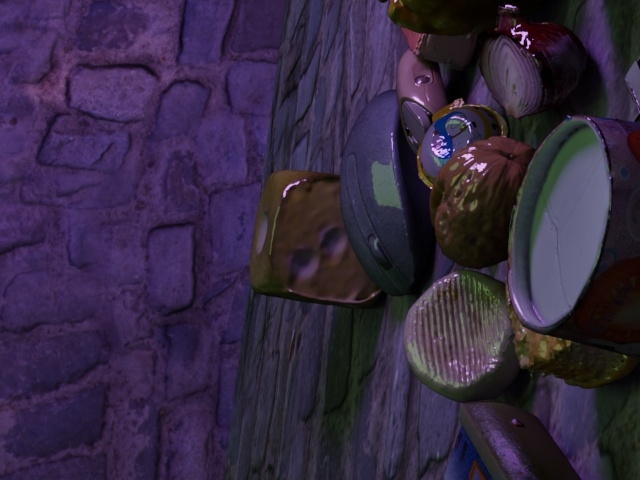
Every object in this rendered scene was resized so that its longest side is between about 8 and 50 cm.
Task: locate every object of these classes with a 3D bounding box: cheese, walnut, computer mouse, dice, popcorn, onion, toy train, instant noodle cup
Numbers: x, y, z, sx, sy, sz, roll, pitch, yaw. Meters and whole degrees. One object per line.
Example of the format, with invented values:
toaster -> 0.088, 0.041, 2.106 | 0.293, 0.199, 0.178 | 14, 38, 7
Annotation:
cheese -> 0.217, -0.107, 1.746 | 0.156, 0.064, 0.250 | -31, 54, 23
walnut -> 0.221, -0.046, 1.569 | 0.155, 0.155, 0.184 | -98, 20, -50
computer mouse -> 0.103, -0.087, 2.041 | 0.203, 0.114, 0.374 | -39, 49, 52
dice -> 0.000, 0.000, 2.235 | 0.227, 0.233, 0.238 | 173, 107, -77
popcorn -> 0.175, -0.448, 1.663 | 0.290, 0.321, 0.326 | 174, 86, -73
onion -> 0.282, -0.240, 1.540 | 0.206, 0.098, 0.151 | -132, 27, -64
computer mouse -> 0.169, -0.217, 1.940 | 0.145, 0.081, 0.237 | 73, -171, -45
toy train -> 0.217, 0.331, 1.376 | 0.300, 0.131, 0.202 | -117, 41, -66
instant noodle cup -> 0.306, 0.002, 1.035 | 0.243, 0.231, 0.243 | -169, 90, -76

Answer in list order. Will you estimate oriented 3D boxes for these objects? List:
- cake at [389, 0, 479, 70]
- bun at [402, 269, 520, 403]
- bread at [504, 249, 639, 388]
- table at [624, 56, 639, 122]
cake -> 0.193, -0.374, 1.970 | 0.225, 0.109, 0.090 | -104, 27, -56
bun -> 0.204, 0.132, 1.590 | 0.183, 0.102, 0.183 | -12, 67, 31
bread -> 0.287, 0.038, 1.310 | 0.174, 0.121, 0.246 | 147, 134, -61
table -> 0.367, -0.130, 1.231 | 0.146, 0.062, 0.175 | -95, 23, -45
